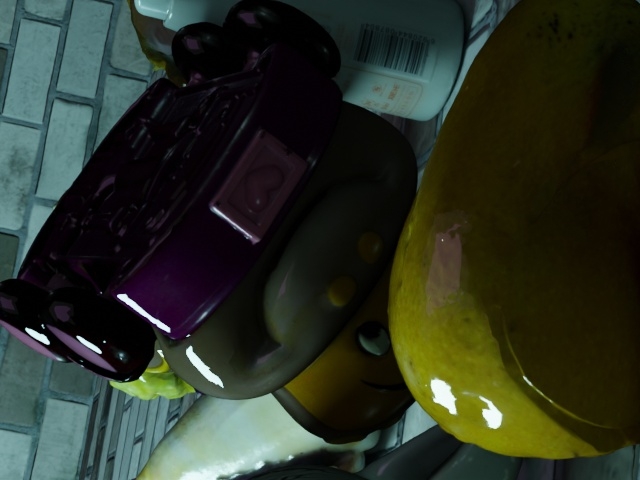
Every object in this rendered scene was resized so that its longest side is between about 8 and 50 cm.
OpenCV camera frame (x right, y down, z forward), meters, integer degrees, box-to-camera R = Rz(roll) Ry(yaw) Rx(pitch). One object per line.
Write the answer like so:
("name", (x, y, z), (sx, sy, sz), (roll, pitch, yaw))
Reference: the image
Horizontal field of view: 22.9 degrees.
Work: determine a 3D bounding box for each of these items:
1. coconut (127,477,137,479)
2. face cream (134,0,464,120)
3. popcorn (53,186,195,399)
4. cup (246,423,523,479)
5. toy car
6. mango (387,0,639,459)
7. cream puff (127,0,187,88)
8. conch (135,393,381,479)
("coconut", (-0.162, 0.337, 1.485), (0.245, 0.233, 0.233), (133, 147, -53))
("face cream", (-0.021, -0.165, 1.215), (0.101, 0.251, 0.101), (-168, 90, -77))
("popcorn", (-0.175, 0.035, 1.752), (0.257, 0.270, 0.224), (-34, 16, -8))
("cup", (0.021, 0.199, 0.965), (0.258, 0.186, 0.234), (-47, 7, 2))
("toy car", (-0.049, 0.008, 1.098), (0.271, 0.240, 0.340), (-57, 22, -13))
("mango", (0.110, -0.012, 0.789), (0.166, 0.136, 0.236), (-175, 101, -80))
("cream puff", (-0.133, -0.292, 1.906), (0.241, 0.155, 0.269), (19, 115, 33))
("conch", (-0.041, 0.165, 1.231), (0.255, 0.127, 0.158), (-36, 67, 25))
